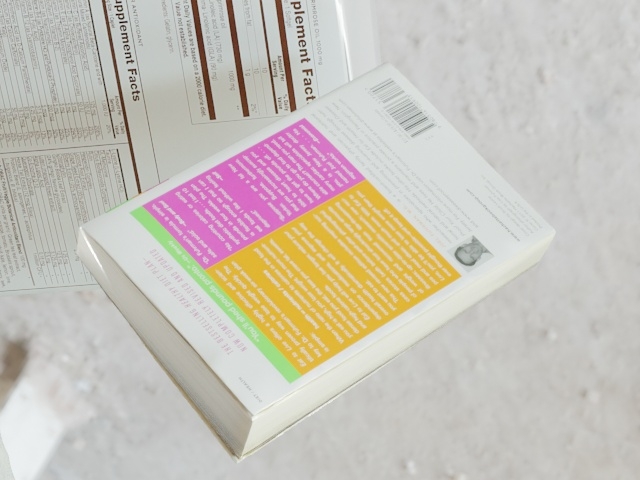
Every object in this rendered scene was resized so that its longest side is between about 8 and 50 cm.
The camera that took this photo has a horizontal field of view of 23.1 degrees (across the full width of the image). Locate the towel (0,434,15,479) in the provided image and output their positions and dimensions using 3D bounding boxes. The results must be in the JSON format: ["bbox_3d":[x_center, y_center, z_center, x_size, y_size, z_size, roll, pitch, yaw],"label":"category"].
[{"bbox_3d":[-0.289,0.222,0.798,0.056,0.312,0.324,-16,88,68],"label":"towel"}]

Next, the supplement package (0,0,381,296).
[{"bbox_3d":[-0.078,-0.086,0.737,0.203,0.194,0.149,-4,118,7],"label":"supplement package"}]

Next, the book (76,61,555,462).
[{"bbox_3d":[0.000,0.000,0.554,0.096,0.144,0.035,49,149,20],"label":"book"}]
